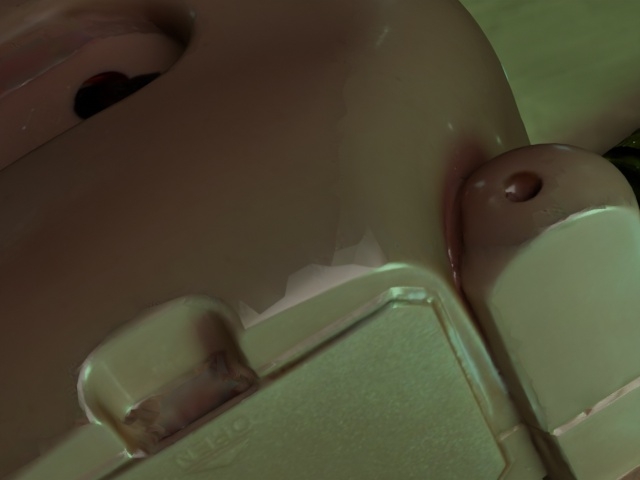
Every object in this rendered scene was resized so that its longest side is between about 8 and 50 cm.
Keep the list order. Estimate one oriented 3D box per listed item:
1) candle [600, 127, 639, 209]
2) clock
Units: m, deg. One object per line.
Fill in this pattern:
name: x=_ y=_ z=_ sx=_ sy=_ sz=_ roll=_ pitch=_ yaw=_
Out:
candle: x=0.160 y=-0.038 z=0.709 sx=0.131 sy=0.052 sz=0.052 roll=-34 pitch=95 yaw=-30
clock: x=-0.056 y=-0.004 z=0.487 sx=0.227 sy=0.241 sz=0.142 roll=-31 pitch=137 yaw=-3
